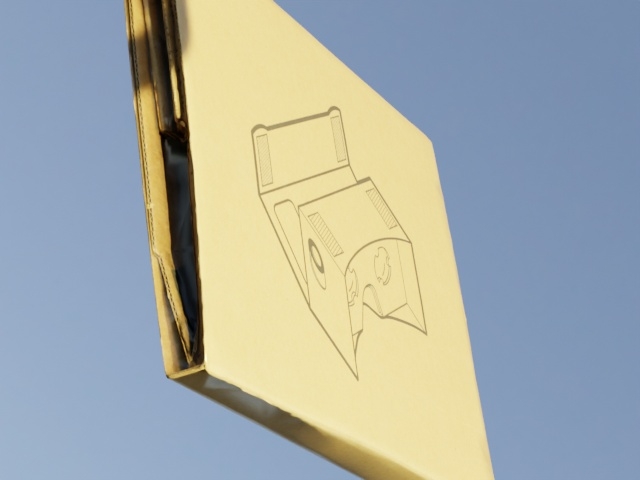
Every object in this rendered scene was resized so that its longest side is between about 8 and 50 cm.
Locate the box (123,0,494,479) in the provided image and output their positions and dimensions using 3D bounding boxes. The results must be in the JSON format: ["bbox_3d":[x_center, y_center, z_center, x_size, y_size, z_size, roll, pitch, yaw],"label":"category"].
[{"bbox_3d":[0.000,0.000,0.677,0.021,0.164,0.201,-20,-29,22],"label":"box"}]
